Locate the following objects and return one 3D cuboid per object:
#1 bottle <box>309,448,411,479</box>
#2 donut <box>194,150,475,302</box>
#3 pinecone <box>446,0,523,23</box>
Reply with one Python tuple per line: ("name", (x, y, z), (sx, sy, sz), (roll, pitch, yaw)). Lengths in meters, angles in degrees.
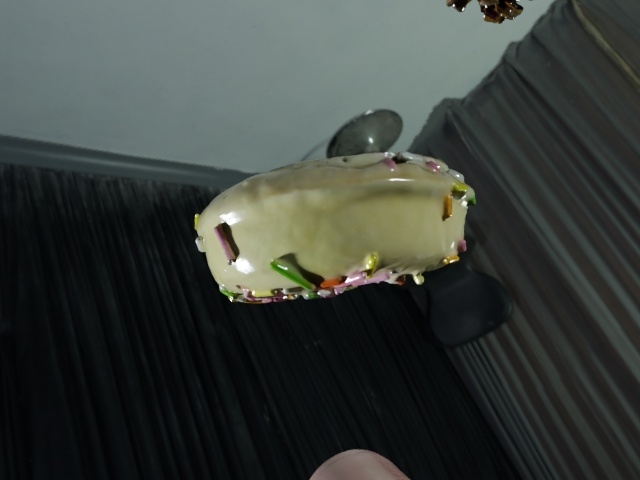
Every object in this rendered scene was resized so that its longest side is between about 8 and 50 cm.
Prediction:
("bottle", (0.106, 0.418, 0.726), (0.173, 0.206, 0.297), (-31, -168, -19))
("donut", (-0.003, -0.001, 0.732), (0.307, 0.150, 0.371), (-2, 171, -25))
("pinecone", (0.210, -0.383, 0.718), (0.179, 0.204, 0.184), (-8, -161, 24))
